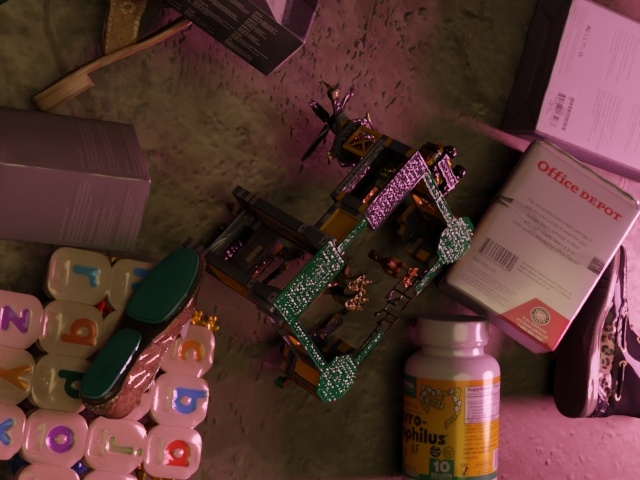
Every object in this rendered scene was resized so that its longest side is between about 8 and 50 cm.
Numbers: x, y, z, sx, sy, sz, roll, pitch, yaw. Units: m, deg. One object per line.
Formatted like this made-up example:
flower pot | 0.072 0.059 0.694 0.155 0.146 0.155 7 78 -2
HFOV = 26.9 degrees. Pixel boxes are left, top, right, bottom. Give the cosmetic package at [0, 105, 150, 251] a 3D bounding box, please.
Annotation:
cosmetic package | -0.308 -0.069 1.401 0.238 0.127 0.107 5 123 -19

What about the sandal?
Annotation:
sandal | -0.223 -0.234 1.460 0.240 0.088 0.079 -34 104 -10

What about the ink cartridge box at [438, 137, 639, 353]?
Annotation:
ink cartridge box | 0.269 0.008 1.651 0.158 0.092 0.218 34 82 2

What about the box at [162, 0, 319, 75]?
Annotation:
box | -0.130 -0.355 1.429 0.307 0.076 0.242 35 45 -20

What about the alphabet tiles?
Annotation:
alphabet tiles | -0.243 0.156 1.415 0.278 0.021 0.284 12 80 -33

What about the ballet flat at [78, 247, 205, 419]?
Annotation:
ballet flat | -0.182 0.102 1.419 0.206 0.073 0.067 -55 143 -21

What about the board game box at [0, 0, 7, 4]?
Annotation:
board game box | -0.325 -0.404 1.322 0.064 0.242 0.316 0 94 -24

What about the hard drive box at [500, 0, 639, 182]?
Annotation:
hard drive box | 0.368 -0.187 1.703 0.232 0.089 0.181 19 87 -22

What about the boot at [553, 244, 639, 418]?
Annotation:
boot | 0.401 0.125 1.748 0.178 0.085 0.236 13 84 -29

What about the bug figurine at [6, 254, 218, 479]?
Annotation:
bug figurine | -0.234 0.163 1.490 0.216 0.072 0.279 18 82 -29

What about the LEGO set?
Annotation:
LEGO set | 0.000 0.000 1.550 0.331 0.192 0.255 -53 140 -8

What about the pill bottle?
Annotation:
pill bottle | 0.159 0.197 1.629 0.117 0.117 0.208 0 94 -22
